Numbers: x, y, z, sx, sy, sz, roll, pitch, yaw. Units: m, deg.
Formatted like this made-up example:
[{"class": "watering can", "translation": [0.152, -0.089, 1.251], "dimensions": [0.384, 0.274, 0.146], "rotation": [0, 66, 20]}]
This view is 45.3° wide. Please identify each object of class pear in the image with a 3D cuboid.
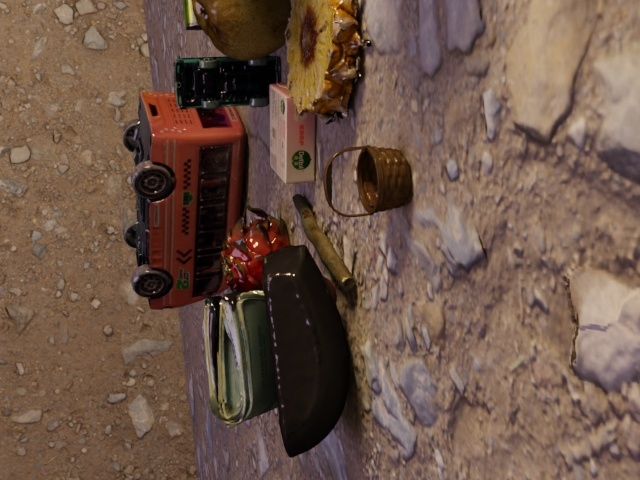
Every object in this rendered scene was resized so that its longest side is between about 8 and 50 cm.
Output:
[{"class": "pear", "translation": [-0.106, -0.330, 1.055], "dimensions": [0.167, 0.136, 0.167], "rotation": [58, 166, 24]}]

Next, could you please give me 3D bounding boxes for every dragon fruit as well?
[{"class": "dragon fruit", "translation": [-0.106, 0.019, 1.232], "dimensions": [0.130, 0.121, 0.142], "rotation": [26, 98, 33]}]

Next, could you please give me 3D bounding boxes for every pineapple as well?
[{"class": "pineapple", "translation": [0.000, -0.238, 0.905], "dimensions": [0.221, 0.047, 0.221], "rotation": [174, 90, -72]}]

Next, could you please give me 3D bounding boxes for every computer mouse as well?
[{"class": "computer mouse", "translation": [-0.014, 0.139, 0.988], "dimensions": [0.170, 0.100, 0.270], "rotation": [-124, 27, -81]}]

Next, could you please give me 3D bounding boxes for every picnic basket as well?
[{"class": "picnic basket", "translation": [0.042, -0.060, 0.771], "dimensions": [0.072, 0.083, 0.072], "rotation": [172, 90, -72]}]

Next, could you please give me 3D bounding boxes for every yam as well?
[{"class": "yam", "translation": [-0.001, -0.001, 1.036], "dimensions": [0.027, 0.029, 0.234], "rotation": [-59, 30, 19]}]

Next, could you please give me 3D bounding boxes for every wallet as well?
[{"class": "wallet", "translation": [-0.088, 0.159, 1.099], "dimensions": [0.250, 0.074, 0.176], "rotation": [14, -110, -73]}]

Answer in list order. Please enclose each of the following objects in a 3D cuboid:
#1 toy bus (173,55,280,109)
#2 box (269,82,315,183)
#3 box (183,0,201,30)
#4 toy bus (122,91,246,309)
[{"class": "toy bus", "translation": [-0.148, -0.246, 1.183], "dimensions": [0.092, 0.160, 0.079], "rotation": [-135, 42, -66]}, {"class": "box", "translation": [-0.040, -0.150, 1.068], "dimensions": [0.089, 0.043, 0.125], "rotation": [-128, 36, -60]}, {"class": "box", "translation": [-0.153, -0.498, 1.153], "dimensions": [0.097, 0.134, 0.346], "rotation": [-149, 53, -71]}, {"class": "toy bus", "translation": [-0.274, -0.076, 1.552], "dimensions": [0.203, 0.232, 0.427], "rotation": [-117, 28, -48]}]
